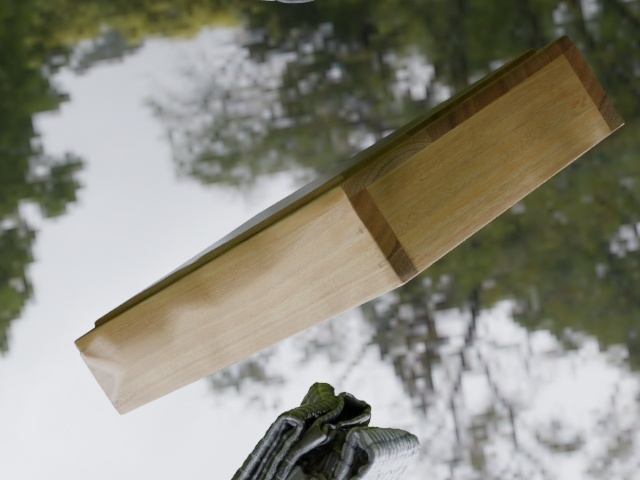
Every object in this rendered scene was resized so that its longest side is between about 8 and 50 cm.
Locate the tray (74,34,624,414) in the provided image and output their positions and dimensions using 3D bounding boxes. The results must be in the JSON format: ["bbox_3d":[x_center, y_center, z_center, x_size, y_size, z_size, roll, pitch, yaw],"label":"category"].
[{"bbox_3d":[0.000,0.000,1.265,0.203,0.076,0.411,-35,-176,-32],"label":"tray"}]

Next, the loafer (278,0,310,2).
[{"bbox_3d":[-0.063,-0.140,0.816,0.223,0.076,0.078,4,162,-32],"label":"loafer"}]

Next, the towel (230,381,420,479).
[{"bbox_3d":[-0.045,0.265,1.743,0.121,0.284,0.235,36,-173,12],"label":"towel"}]
